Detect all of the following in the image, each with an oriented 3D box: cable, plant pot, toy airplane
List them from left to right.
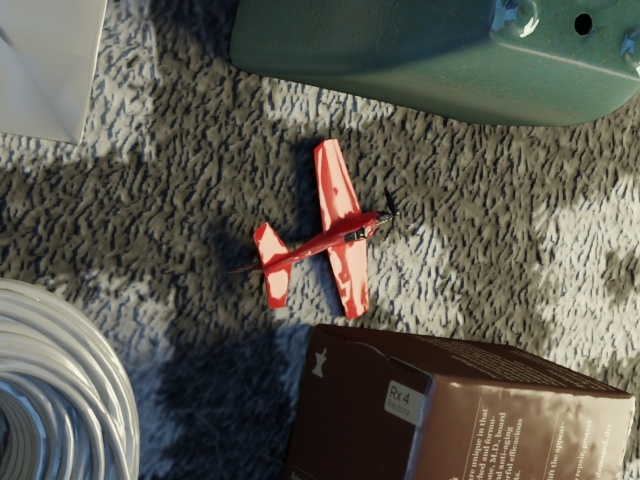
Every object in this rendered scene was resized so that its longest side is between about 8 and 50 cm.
[{"bbox_3d":[-0.247,0.147,1.158,0.257,0.089,0.257,-4,102,-29],"label":"cable"},{"bbox_3d":[0.000,0.000,1.304,0.151,0.028,0.151,-8,106,-29],"label":"toy airplane"},{"bbox_3d":[0.119,-0.205,1.199,0.248,0.252,0.247,10,96,-31],"label":"plant pot"}]

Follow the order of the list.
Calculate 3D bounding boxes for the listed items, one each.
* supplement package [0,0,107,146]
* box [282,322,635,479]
[{"bbox_3d":[-0.257,-0.153,1.019,0.194,0.203,0.149,8,96,-32],"label":"supplement package"},{"bbox_3d":[0.103,0.170,1.318,0.203,0.168,0.167,8,97,-31],"label":"box"}]
